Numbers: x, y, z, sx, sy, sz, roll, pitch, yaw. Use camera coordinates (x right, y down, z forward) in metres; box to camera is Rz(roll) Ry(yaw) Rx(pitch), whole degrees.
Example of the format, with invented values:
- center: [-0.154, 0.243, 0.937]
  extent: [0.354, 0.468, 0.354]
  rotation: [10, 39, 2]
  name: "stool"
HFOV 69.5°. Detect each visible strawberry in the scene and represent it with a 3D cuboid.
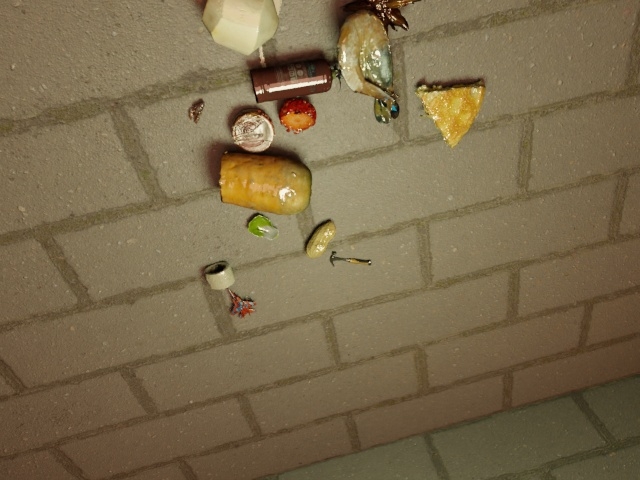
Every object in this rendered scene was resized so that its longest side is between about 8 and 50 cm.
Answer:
- center: [-0.083, -0.458, 1.675]
  extent: [0.145, 0.086, 0.145]
  rotation: [-7, 164, -2]
  name: "strawberry"

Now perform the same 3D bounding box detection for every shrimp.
- center: [-0.443, -0.459, 1.647]
  extent: [0.038, 0.029, 0.092]
  rotation: [18, 120, -23]
  name: "shrimp"
- center: [0.179, -0.575, 1.601]
  extent: [0.221, 0.110, 0.445]
  rotation: [-51, 140, -11]
  name: "shrimp"

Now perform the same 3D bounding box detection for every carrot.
- center: [-0.205, -0.212, 1.740]
  extent: [0.341, 0.224, 0.224]
  rotation: [4, 121, -9]
  name: "carrot"

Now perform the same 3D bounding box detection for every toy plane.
- center: [-0.372, 0.282, 2.112]
  extent: [0.130, 0.061, 0.189]
  rotation: [-24, 119, 4]
  name: "toy plane"

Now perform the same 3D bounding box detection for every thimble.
- center: [-0.434, 0.150, 1.989]
  extent: [0.115, 0.102, 0.090]
  rotation: [-21, 123, -7]
  name: "thimble"

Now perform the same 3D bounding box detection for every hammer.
- center: [0.139, 0.097, 2.127]
  extent: [0.201, 0.021, 0.078]
  rotation: [8, 120, -16]
  name: "hammer"

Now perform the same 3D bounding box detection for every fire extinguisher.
- center: [-0.067, -0.554, 1.609]
  extent: [0.338, 0.135, 0.114]
  rotation: [-12, 166, -5]
  name: "fire extinguisher"

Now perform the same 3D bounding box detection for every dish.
- center: [-0.238, -0.055, 1.940]
  extent: [0.137, 0.039, 0.091]
  rotation: [33, 105, -29]
  name: "dish"

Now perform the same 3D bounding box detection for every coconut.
- center: [-0.240, -0.695, 1.427]
  extent: [0.241, 0.241, 0.241]
  rotation: [-6, 123, -9]
  name: "coconut"

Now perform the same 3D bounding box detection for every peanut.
- center: [0.000, 0.000, 1.996]
  extent: [0.083, 0.093, 0.194]
  rotation: [29, 115, -11]
  name: "peanut"

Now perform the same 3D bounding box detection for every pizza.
- center: [0.485, -0.532, 1.779]
  extent: [0.288, 0.075, 0.279]
  rotation: [23, 110, -22]
  name: "pizza"

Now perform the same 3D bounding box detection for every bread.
- center: [-0.247, -0.403, 1.698]
  extent: [0.161, 0.073, 0.160]
  rotation: [-4, 119, -8]
  name: "bread"

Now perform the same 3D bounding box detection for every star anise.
- center: [0.204, -0.798, 1.533]
  extent: [0.272, 0.102, 0.272]
  rotation: [11, 141, 9]
  name: "star anise"

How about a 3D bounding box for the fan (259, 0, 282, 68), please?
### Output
- center: [-0.214, -0.722, 1.541]
  extent: [0.191, 0.009, 0.329]
  rotation: [-10, 123, -6]
  name: "fan"
